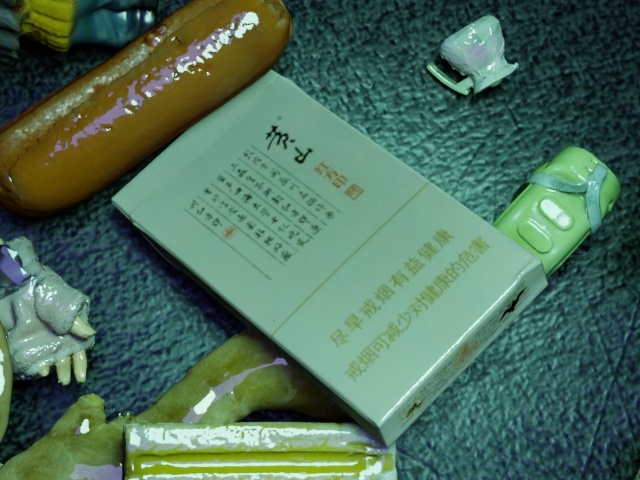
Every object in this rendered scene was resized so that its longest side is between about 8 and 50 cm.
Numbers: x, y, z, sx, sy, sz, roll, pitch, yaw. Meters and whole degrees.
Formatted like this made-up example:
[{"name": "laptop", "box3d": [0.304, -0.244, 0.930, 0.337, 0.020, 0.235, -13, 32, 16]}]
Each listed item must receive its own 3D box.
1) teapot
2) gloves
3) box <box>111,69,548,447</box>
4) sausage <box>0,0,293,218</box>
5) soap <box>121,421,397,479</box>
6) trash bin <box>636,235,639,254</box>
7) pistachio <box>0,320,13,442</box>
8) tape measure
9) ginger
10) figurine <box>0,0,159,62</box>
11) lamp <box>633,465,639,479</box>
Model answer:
[{"name": "teapot", "box3d": [0.148, -0.173, 1.576, 0.083, 0.064, 0.064, -31, 89, 24]}, {"name": "gloves", "box3d": [-0.264, 0.065, 1.484, 0.110, 0.094, 0.144, -15, 97, -2]}, {"name": "box", "box3d": [0.000, 0.000, 1.450, 0.204, 0.051, 0.365, -44, 58, -12]}, {"name": "sausage", "box3d": [-0.169, -0.128, 1.502, 0.330, 0.102, 0.102, -35, 83, 0]}, {"name": "soap", "box3d": [-0.053, 0.223, 1.379, 0.232, 0.073, 0.140, 1, 87, -8]}, {"name": "trash bin", "box3d": [0.502, 0.009, 1.465, 0.381, 0.295, 0.259, 33, 79, 14]}, {"name": "pistachio", "box3d": [-0.372, 0.099, 1.434, 0.212, 0.163, 0.260, -18, 75, 9]}, {"name": "tape measure", "box3d": [0.211, -0.017, 1.494, 0.087, 0.177, 0.154, 44, 91, 6]}, {"name": "ginger", "box3d": [-0.109, 0.188, 1.457, 0.348, 0.122, 0.363, 21, 89, -8]}, {"name": "figurine", "box3d": [-0.316, -0.227, 1.495, 0.332, 0.185, 0.204, 13, 54, 0]}, {"name": "lamp", "box3d": [0.402, 0.255, 1.474, 0.253, 0.118, 0.118, 27, 79, 1]}]
